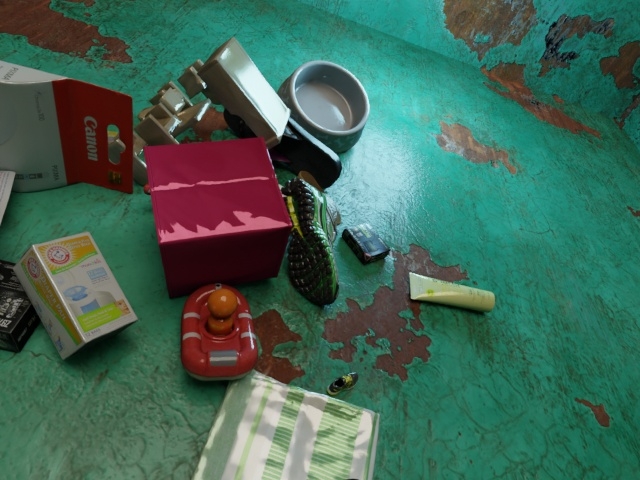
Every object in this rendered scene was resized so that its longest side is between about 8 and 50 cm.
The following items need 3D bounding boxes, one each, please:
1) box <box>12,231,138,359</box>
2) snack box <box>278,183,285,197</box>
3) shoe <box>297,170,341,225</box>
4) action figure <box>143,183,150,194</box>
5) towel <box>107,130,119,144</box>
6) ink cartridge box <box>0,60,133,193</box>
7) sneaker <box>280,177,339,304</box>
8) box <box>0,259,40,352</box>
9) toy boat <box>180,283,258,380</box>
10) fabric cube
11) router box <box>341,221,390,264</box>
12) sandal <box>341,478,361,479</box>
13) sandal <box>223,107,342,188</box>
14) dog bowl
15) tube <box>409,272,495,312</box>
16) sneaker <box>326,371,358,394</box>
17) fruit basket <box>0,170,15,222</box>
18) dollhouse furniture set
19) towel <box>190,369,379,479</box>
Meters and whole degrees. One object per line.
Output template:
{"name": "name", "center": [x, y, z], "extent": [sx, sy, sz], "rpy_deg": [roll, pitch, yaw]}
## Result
{"name": "box", "center": [-0.466, 0.101, 0.812], "extent": [0.203, 0.103, 0.114], "rpy_deg": [60, 32, 3]}
{"name": "snack box", "center": [-0.213, -0.120, 1.216], "extent": [0.322, 0.060, 0.187], "rpy_deg": [30, 47, 7]}
{"name": "shoe", "center": [-0.010, -0.119, 1.309], "extent": [0.077, 0.058, 0.219], "rpy_deg": [-2, 51, -50]}
{"name": "action figure", "center": [-0.310, -0.164, 1.092], "extent": [0.281, 0.139, 0.091], "rpy_deg": [-10, 60, -16]}
{"name": "towel", "center": [-0.643, -0.310, 1.256], "extent": [0.083, 0.009, 0.060], "rpy_deg": [11, 47, -13]}
{"name": "ink cartridge box", "center": [-0.641, -0.231, 0.973], "extent": [0.385, 0.308, 0.091], "rpy_deg": [12, 46, -13]}
{"name": "sneaker", "center": [0.000, 0.000, 1.118], "extent": [0.146, 0.134, 0.343], "rpy_deg": [12, 61, -46]}
{"name": "box", "center": [-0.635, 0.114, 0.815], "extent": [0.180, 0.077, 0.147], "rpy_deg": [15, 44, -8]}
{"name": "toy boat", "center": [-0.206, 0.162, 0.875], "extent": [0.151, 0.151, 0.231], "rpy_deg": [3, 30, -20]}
{"name": "fabric cube", "center": [-0.237, -0.053, 0.965], "extent": [0.258, 0.254, 0.258], "rpy_deg": [-10, 62, -19]}
{"name": "router box", "center": [0.133, 0.007, 1.254], "extent": [0.092, 0.038, 0.122], "rpy_deg": [-16, 57, -34]}
{"name": "sandal", "center": [0.119, 0.496, 0.741], "extent": [0.255, 0.054, 0.097], "rpy_deg": [34, 43, -8]}
{"name": "sandal", "center": [-0.136, -0.316, 1.353], "extent": [0.446, 0.167, 0.107], "rpy_deg": [33, 41, 9]}
{"name": "dog bowl", "center": [0.021, -0.491, 1.539], "extent": [0.349, 0.102, 0.348], "rpy_deg": [7, 70, -20]}
{"name": "tube", "center": [0.368, 0.152, 1.204], "extent": [0.240, 0.062, 0.070], "rpy_deg": [13, 5, -4]}
{"name": "sneaker", "center": [0.054, 0.313, 0.939], "extent": [0.083, 0.035, 0.031], "rpy_deg": [-19, 59, -35]}
{"name": "fruit basket", "center": [-0.820, -0.039, 0.821], "extent": [0.353, 0.165, 0.327], "rpy_deg": [0, 39, -27]}
{"name": "dollhouse furniture set", "center": [-0.325, -0.335, 1.215], "extent": [0.256, 0.394, 0.362], "rpy_deg": [49, 34, -31]}
{"name": "towel", "center": [-0.051, 0.396, 0.819], "extent": [0.325, 0.038, 0.247], "rpy_deg": [20, 45, -4]}
